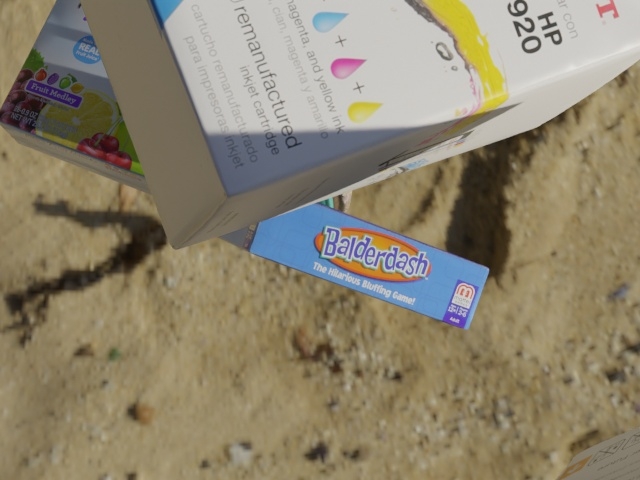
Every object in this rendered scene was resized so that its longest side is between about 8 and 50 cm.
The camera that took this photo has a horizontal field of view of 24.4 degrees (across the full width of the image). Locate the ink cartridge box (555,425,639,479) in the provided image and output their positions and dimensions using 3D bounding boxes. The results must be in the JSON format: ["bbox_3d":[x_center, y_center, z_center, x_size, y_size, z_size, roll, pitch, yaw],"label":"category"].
[{"bbox_3d":[0.174,0.123,0.572,0.304,0.307,0.072,-29,93,36],"label":"ink cartridge box"}]

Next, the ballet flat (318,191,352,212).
[{"bbox_3d":[-0.010,-0.117,1.165,0.108,0.106,0.316,18,157,4],"label":"ballet flat"}]

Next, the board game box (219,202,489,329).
[{"bbox_3d":[0.000,0.000,1.023,0.160,0.210,0.047,20,90,-20],"label":"board game box"}]

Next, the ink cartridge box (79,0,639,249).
[{"bbox_3d":[0.015,-0.121,0.751,0.233,0.168,0.171,-20,86,-16],"label":"ink cartridge box"}]

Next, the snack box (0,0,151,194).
[{"bbox_3d":[-0.170,-0.161,1.349,0.175,0.207,0.070,20,166,14],"label":"snack box"}]
